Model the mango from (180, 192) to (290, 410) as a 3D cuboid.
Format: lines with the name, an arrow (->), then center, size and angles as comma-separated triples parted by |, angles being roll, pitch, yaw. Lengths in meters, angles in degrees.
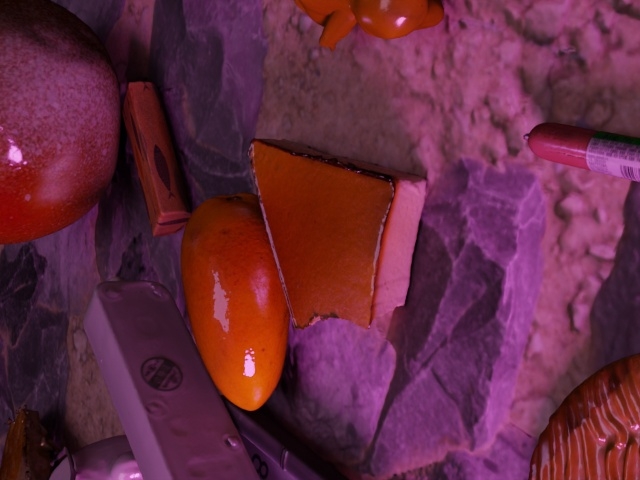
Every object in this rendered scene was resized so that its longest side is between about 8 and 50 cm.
mango -> -0.085, 0.058, 0.959 | 0.141, 0.102, 0.217 | -28, 67, 52

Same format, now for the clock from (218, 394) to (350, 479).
clock -> -0.046, 0.319, 0.951 | 0.279, 0.049, 0.273 | 28, 111, 47

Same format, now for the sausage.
sausage -> 0.225, -0.052, 0.658 | 0.223, 0.029, 0.029 | 21, 105, 47

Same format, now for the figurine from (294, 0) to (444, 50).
figurine -> 0.019, -0.217, 0.825 | 0.176, 0.122, 0.121 | 34, 112, 45

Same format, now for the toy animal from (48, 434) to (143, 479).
toy animal -> -0.270, 0.329, 1.126 | 0.325, 0.154, 0.208 | -20, 53, 55

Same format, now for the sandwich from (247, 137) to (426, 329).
sandwich -> 0.000, 0.000, 0.894 | 0.193, 0.058, 0.162 | 22, 107, 44

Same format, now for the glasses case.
glasses case -> -0.188, -0.094, 1.123 | 0.064, 0.041, 0.170 | 127, 129, -59

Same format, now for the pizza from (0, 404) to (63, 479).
pizza -> -0.387, 0.299, 1.322 | 0.226, 0.069, 0.147 | -44, 41, 51

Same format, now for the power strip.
power strip -> -0.142, 0.180, 0.962 | 0.385, 0.091, 0.062 | 58, 132, 35

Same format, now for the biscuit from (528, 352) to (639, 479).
biscuit -> 0.214, 0.189, 0.669 | 0.176, 0.031, 0.228 | -8, 83, 50

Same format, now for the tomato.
tomato -> -0.366, -0.153, 1.171 | 0.303, 0.239, 0.303 | 1, 91, 56
